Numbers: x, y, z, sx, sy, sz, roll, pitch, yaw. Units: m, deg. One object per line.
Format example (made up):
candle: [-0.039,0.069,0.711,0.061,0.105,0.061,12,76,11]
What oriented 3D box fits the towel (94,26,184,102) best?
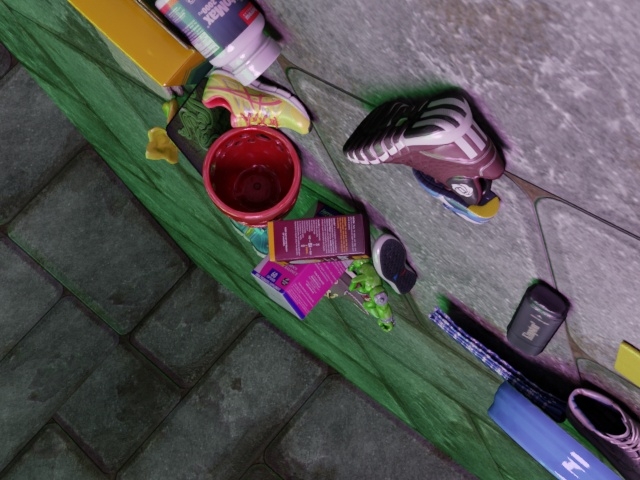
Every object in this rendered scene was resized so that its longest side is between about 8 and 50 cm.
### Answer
towel: [-0.398,-0.412,1.990,0.187,0.049,0.282,35,167,20]

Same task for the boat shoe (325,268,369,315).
boat shoe: [0.021,0.088,2.326,0.305,0.091,0.109,44,168,-12]

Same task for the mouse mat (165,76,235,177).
mouse mat: [-0.226,-0.218,1.892,0.007,0.152,0.189,13,152,40]

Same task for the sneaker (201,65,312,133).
sneaker: [-0.113,-0.226,1.613,0.209,0.094,0.081,27,164,11]

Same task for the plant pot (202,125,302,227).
plant pot: [-0.133,-0.118,1.861,0.191,0.191,0.174,40,170,6]

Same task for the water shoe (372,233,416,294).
water shoe: [0.130,0.043,1.882,0.080,0.073,0.203,36,166,35]

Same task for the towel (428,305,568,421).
towel: [0.374,0.260,1.922,0.336,0.040,0.243,39,178,19]

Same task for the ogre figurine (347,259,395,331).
ogre figurine: [0.110,0.099,2.062,0.118,0.097,0.197,83,-178,-64]

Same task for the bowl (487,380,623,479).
bowl: [0.481,0.424,1.776,0.391,0.077,0.391,40,-179,-1]

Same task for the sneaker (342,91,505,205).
sneaker: [0.146,-0.105,1.258,0.162,0.106,0.281,43,167,-20]

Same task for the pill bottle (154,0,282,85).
pill bottle: [-0.147,-0.323,1.383,0.180,0.108,0.108,45,167,-17]

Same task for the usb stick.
usb stick: [0.361,0.138,1.563,0.077,0.045,0.278,39,167,15]

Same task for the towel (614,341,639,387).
towel: [0.551,0.238,1.396,0.237,0.021,0.102,36,161,27]

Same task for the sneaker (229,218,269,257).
sneaker: [-0.161,-0.039,2.442,0.275,0.107,0.110,32,155,38]

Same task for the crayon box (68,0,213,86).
crayon box: [-0.280,-0.346,1.504,0.203,0.083,0.323,43,-170,-4]

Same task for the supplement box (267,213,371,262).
supplement box: [0.000,0.000,1.829,0.188,0.080,0.104,-5,172,10]

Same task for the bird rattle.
bird rattle: [-0.246,-0.205,2.026,0.254,0.143,0.207,31,149,-18]

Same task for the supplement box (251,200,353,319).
supplement box: [-0.023,0.041,1.998,0.111,0.220,0.114,30,162,40]

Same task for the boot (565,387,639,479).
boot: [0.545,0.364,1.657,0.258,0.095,0.123,37,174,26]

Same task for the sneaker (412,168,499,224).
sneaker: [0.192,-0.070,1.349,0.144,0.053,0.059,39,170,17]
